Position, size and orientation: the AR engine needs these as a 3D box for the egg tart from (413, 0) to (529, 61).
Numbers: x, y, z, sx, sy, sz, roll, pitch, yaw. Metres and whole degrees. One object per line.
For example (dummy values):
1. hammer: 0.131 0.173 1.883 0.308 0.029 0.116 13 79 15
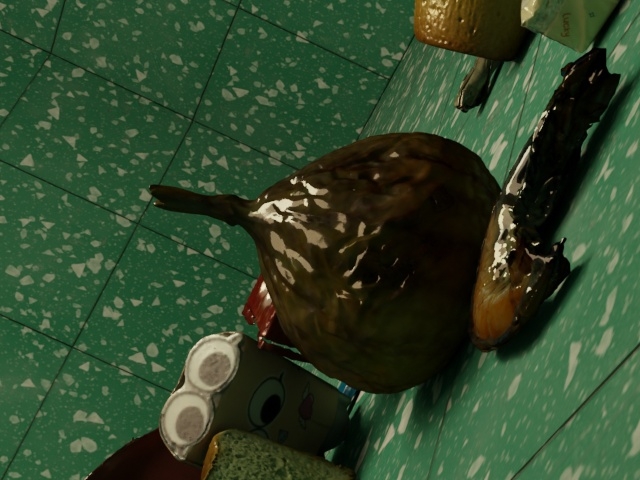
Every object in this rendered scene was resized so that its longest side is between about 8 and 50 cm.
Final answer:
1. egg tart: 0.222 -0.332 1.836 0.202 0.203 0.147 -85 6 -78

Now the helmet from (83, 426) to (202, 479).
1. helmet: -0.174 0.429 1.687 0.337 0.230 0.385 -61 -20 -12

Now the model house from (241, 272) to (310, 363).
1. model house: 0.044 0.031 1.610 0.160 0.196 0.254 -115 46 -70

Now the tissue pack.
1. tissue pack: 0.289 -0.313 1.373 0.196 0.092 0.148 -60 6 35

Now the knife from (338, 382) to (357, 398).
1. knife: 0.072 0.148 1.861 0.296 0.026 0.044 -62 7 1

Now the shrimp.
1. shrimp: 0.194 -0.031 1.151 0.222 0.054 0.290 -82 14 -79

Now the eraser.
1. eraser: -0.076 0.230 1.687 0.290 0.087 0.171 38 -104 -54

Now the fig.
1. fig: 0.000 0.000 1.377 0.286 0.369 0.286 -163 90 -79

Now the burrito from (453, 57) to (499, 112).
1. burrito: 0.245 -0.261 1.955 0.051 0.042 0.171 90 -156 -75

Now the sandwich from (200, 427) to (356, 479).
1. sandwich: -0.056 0.305 1.481 0.214 0.186 0.065 -68 -1 -68
